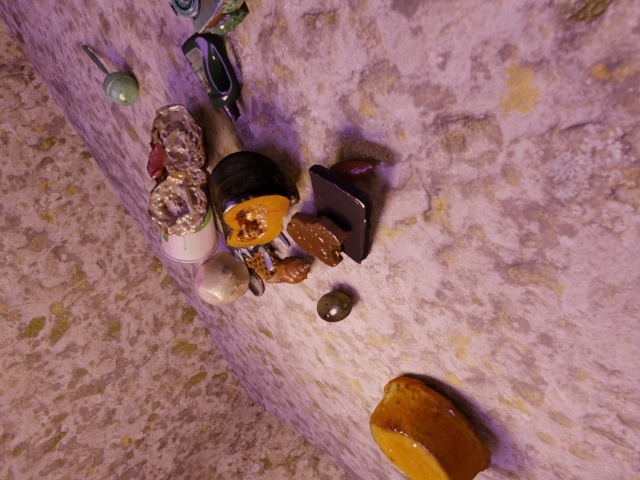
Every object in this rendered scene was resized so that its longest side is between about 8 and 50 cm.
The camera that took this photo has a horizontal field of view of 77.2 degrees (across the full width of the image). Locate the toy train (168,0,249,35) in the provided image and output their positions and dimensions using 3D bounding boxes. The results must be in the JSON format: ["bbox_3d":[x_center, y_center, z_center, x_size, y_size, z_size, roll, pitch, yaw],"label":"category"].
[{"bbox_3d":[-0.256,-0.577,0.781,0.159,0.129,0.326,-22,104,37],"label":"toy train"}]

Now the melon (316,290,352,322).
[{"bbox_3d":[0.045,0.209,1.271,0.099,0.099,0.162,52,151,0],"label":"melon"}]

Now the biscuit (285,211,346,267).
[{"bbox_3d":[-0.005,-0.008,1.068,0.183,0.047,0.320,42,165,-1],"label":"biscuit"}]

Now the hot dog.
[{"bbox_3d":[-0.443,-0.227,1.274,0.365,0.196,0.366,-127,38,-73],"label":"hot dog"}]

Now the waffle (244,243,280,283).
[{"bbox_3d":[-0.230,0.068,1.545,0.228,0.051,0.232,58,149,-10],"label":"waffle"}]

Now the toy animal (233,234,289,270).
[{"bbox_3d":[-0.228,-0.013,1.395,0.239,0.176,0.255,-9,132,35],"label":"toy animal"}]

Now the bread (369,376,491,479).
[{"bbox_3d":[0.309,0.592,1.219,0.336,0.204,0.358,57,152,1],"label":"bread"}]

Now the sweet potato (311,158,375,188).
[{"bbox_3d":[0.049,-0.151,0.917,0.202,0.055,0.058,-10,110,57],"label":"sweet potato"}]

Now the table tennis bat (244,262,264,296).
[{"bbox_3d":[-0.334,0.195,1.856,0.173,0.022,0.301,52,149,3],"label":"table tennis bat"}]

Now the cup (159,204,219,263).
[{"bbox_3d":[-0.545,-0.084,1.649,0.253,0.253,0.273,38,140,23],"label":"cup"}]

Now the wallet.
[{"bbox_3d":[0.052,-0.053,0.975,0.165,0.042,0.309,34,160,20],"label":"wallet"}]

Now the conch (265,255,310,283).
[{"bbox_3d":[-0.115,0.103,1.375,0.330,0.109,0.093,-13,91,58],"label":"conch"}]

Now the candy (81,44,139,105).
[{"bbox_3d":[-0.845,-0.666,1.566,0.440,0.119,0.119,45,150,25],"label":"candy"}]

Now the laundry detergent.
[{"bbox_3d":[-0.264,-0.417,1.039,0.144,0.078,0.221,-1,121,50],"label":"laundry detergent"}]

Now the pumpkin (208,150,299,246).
[{"bbox_3d":[-0.191,-0.141,1.150,0.325,0.242,0.232,120,138,-63],"label":"pumpkin"}]

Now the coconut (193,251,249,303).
[{"bbox_3d":[-0.422,0.165,1.716,0.227,0.227,0.230,53,153,-1],"label":"coconut"}]
